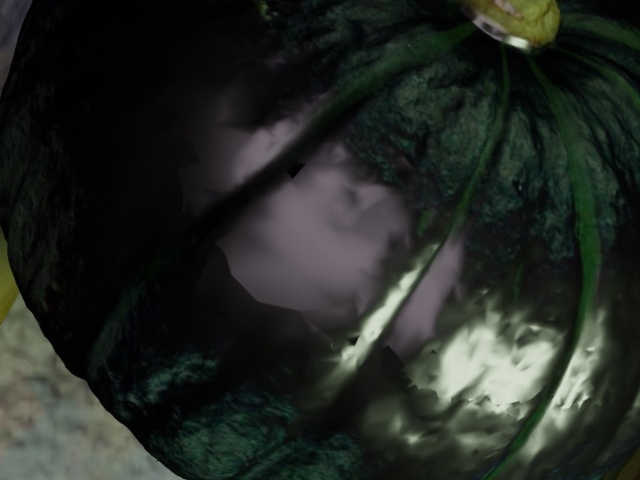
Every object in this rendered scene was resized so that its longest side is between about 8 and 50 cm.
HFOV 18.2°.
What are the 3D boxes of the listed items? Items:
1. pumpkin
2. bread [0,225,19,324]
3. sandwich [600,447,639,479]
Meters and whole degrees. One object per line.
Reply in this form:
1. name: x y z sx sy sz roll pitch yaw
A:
1. pumpkin: 0.000 0.000 0.665 0.248 0.248 0.248 0 85 4
2. bread: -0.243 -0.063 0.617 0.210 0.341 0.300 -31 89 -6
3. sandwich: 0.152 0.009 0.690 0.144 0.117 0.187 -4 86 1
